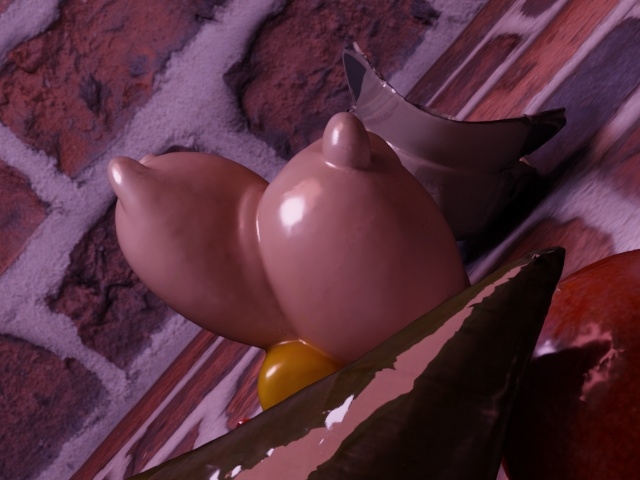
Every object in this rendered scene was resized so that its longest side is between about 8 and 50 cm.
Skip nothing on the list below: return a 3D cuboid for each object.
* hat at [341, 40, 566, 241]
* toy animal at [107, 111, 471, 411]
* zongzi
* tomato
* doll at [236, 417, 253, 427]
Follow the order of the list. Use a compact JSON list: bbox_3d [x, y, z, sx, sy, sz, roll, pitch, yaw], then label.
[{"bbox_3d":[0.115,-0.087,1.254,0.275,0.232,0.161,96,-171,-77],"label":"hat"},{"bbox_3d":[0.007,-0.010,1.151,0.247,0.345,0.277,-49,-7,32],"label":"toy animal"},{"bbox_3d":[-0.076,0.137,0.567,0.160,0.323,0.360,-98,20,-66],"label":"zongzi"},{"bbox_3d":[0.152,0.083,0.594,0.167,0.167,0.167,-48,9,10],"label":"tomato"},{"bbox_3d":[-0.039,0.230,1.029,0.104,0.062,0.195,-51,37,26],"label":"doll"}]
